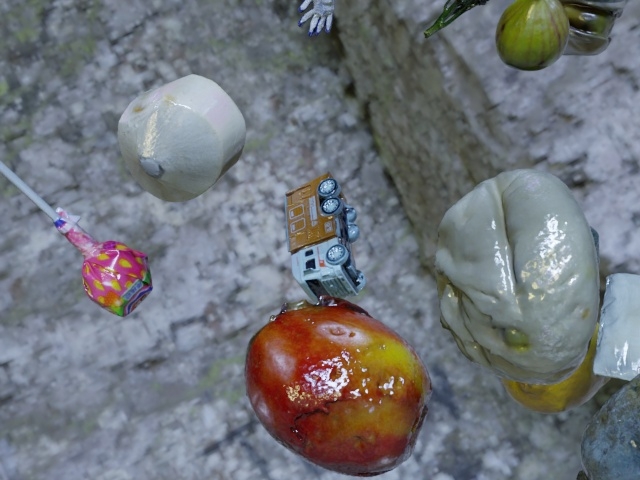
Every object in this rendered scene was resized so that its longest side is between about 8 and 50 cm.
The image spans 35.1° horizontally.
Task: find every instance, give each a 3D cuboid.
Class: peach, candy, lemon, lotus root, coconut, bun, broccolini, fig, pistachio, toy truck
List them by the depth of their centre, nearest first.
[{"bbox_3d":[0.256,-0.255,1.180,0.093,0.093,0.166,-26,-9,-9],"label":"fig"},{"bbox_3d":[0.487,0.271,1.427,0.349,0.175,0.175,-42,-14,31],"label":"lotus root"},{"bbox_3d":[0.301,0.064,1.652,0.220,0.365,0.365,-8,-11,-11],"label":"bun"},{"bbox_3d":[-0.432,-0.019,1.717,0.124,0.365,0.124,-39,20,17],"label":"candy"},{"bbox_3d":[-0.258,-0.188,1.872,0.241,0.241,0.241,-26,-7,-4],"label":"coconut"},{"bbox_3d":[0.507,-0.463,2.059,0.197,0.166,0.288,14,8,-8],"label":"pistachio"},{"bbox_3d":[0.504,0.257,2.187,0.233,0.233,0.288,-33,-2,42],"label":"lemon"},{"bbox_3d":[0.034,0.317,2.210,0.339,0.417,0.353,-67,-14,9],"label":"peach"},{"bbox_3d":[0.295,-0.518,2.270,0.058,0.073,0.201,23,-48,-41],"label":"broccolini"},{"bbox_3d":[0.000,0.000,2.388,0.162,0.305,0.136,-18,-41,15],"label":"toy truck"}]

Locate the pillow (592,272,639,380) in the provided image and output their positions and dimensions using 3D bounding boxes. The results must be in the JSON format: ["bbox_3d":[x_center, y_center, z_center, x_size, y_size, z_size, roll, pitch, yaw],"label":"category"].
[{"bbox_3d":[0.599,0.167,1.937,0.128,0.229,0.051,5,-30,20],"label":"pillow"}]

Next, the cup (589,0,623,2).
[{"bbox_3d":[0.419,-0.552,1.462,0.310,0.401,0.392,-9,-62,-43],"label":"cup"}]

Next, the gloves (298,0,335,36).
[{"bbox_3d":[-0.008,-0.409,1.820,0.026,0.064,0.086,-72,-4,-62],"label":"gloves"}]

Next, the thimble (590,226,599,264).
[{"bbox_3d":[0.500,0.023,2.045,0.135,0.118,0.090,-29,-50,-27],"label":"thimble"}]
